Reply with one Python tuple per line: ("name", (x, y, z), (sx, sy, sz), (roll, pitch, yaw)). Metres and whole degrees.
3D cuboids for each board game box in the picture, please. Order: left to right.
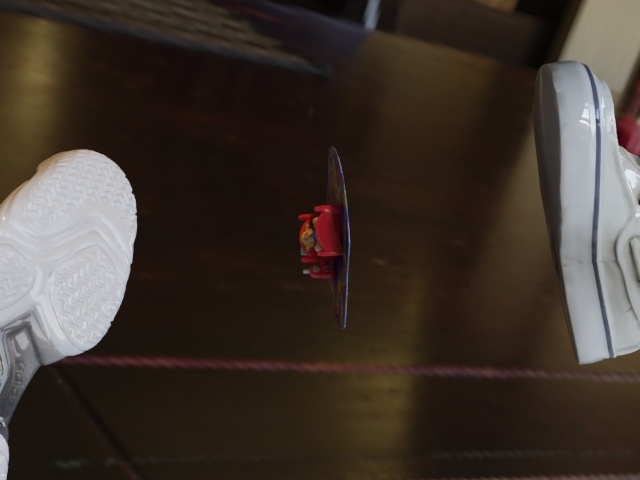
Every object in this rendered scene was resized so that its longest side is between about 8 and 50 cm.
("board game box", (0.000, 0.000, 1.278), (0.033, 0.168, 0.133), (-4, 40, -6))

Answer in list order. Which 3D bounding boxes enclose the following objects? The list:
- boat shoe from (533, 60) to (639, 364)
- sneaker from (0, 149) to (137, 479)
("boat shoe", (0.196, -0.015, 0.918), (0.088, 0.267, 0.096), (-12, 42, 5))
("sneaker", (-0.222, 0.058, 0.824), (0.153, 0.268, 0.101), (4, -30, 44))
